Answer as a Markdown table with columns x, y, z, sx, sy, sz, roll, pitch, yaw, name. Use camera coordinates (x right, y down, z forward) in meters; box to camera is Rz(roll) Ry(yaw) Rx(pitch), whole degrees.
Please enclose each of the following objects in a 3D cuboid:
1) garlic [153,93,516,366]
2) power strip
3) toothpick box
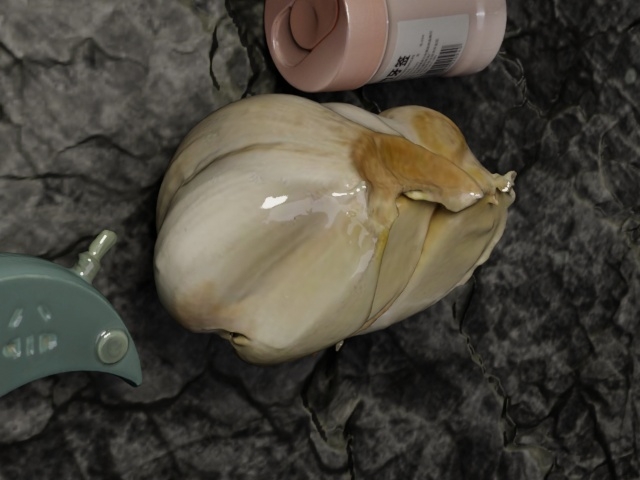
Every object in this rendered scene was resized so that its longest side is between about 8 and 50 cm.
| x | y | z | sx | sy | sz | roll | pitch | yaw | name |
| --- | --- | --- | --- | --- | --- | --- | --- | --- | --- |
| -0.014 | -0.009 | 1.345 | 0.281 | 0.185 | 0.203 | -22 | 150 | -54 | garlic |
| -0.224 | 0.089 | 1.286 | 0.253 | 0.054 | 0.167 | -39 | 130 | -19 | power strip |
| 0.047 | -0.160 | 1.370 | 0.149 | 0.098 | 0.098 | -10 | 114 | -37 | toothpick box |
